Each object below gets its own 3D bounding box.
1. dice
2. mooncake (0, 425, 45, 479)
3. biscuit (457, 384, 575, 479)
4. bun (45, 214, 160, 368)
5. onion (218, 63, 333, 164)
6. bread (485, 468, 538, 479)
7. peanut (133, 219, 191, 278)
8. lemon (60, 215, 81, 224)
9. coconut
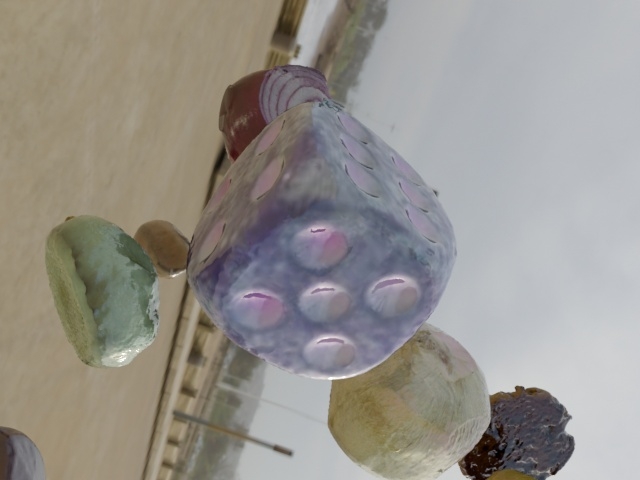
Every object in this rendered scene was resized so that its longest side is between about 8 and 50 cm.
[{"bbox_3d":[0.000,0.000,1.005,0.271,0.270,0.270,-45,-155,24],"label":"dice"},{"bbox_3d":[-0.675,0.530,1.500,0.326,0.174,0.334,-80,175,-73],"label":"mooncake"},{"bbox_3d":[0.479,0.486,1.833,0.289,0.334,0.081,-54,-153,7],"label":"biscuit"},{"bbox_3d":[-0.264,0.061,0.933,0.195,0.118,0.195,31,-53,51],"label":"bun"},{"bbox_3d":[-0.093,-0.205,1.429,0.207,0.206,0.216,-41,-131,50],"label":"onion"},{"bbox_3d":[0.444,0.629,1.704,0.170,0.197,0.197,-9,-120,66],"label":"bread"},{"bbox_3d":[-0.235,0.015,1.126,0.152,0.076,0.076,33,-74,53],"label":"peanut"},{"bbox_3d":[-0.532,0.029,1.690,0.206,0.173,0.173,70,27,-42],"label":"lemon"},{"bbox_3d":[0.167,0.281,1.374,0.254,0.297,0.297,-48,-168,24],"label":"coconut"}]
